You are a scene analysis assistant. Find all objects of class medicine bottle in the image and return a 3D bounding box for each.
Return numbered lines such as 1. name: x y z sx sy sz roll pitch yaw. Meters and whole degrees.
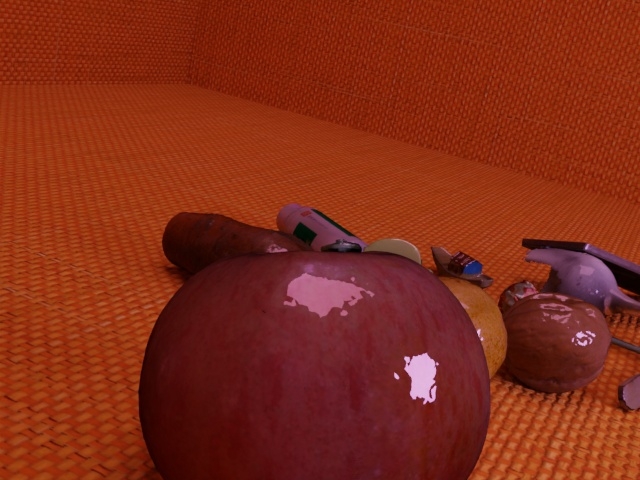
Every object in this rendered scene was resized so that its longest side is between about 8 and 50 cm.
1. medicine bottle: 0.000 0.000 1.518 0.095 0.095 0.260 3 20 -29

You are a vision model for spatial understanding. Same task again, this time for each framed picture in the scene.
1. framed picture: 0.594 0.063 1.618 0.324 0.020 0.240 22 -3 -13

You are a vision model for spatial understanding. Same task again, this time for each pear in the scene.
1. pear: 0.159 0.135 1.091 0.178 0.178 0.178 11 16 -3

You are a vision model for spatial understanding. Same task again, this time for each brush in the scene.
1. brush: 0.557 0.208 1.265 0.337 0.085 0.020 -7 -7 -40

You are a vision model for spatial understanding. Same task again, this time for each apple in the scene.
1. apple: -0.001 0.128 0.776 0.345 0.269 0.345 10 16 -3

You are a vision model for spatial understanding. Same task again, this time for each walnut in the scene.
1. walnut: 0.340 0.149 1.184 0.167 0.149 0.166 1 -16 0

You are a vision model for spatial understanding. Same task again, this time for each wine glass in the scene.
1. wine glass: 0.508 0.103 1.436 0.143 0.143 0.321 -4 15 -42

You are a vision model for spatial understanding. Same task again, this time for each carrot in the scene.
1. carrot: -0.127 0.034 1.267 0.302 0.138 0.139 16 15 37

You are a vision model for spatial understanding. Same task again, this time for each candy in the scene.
1. candy: 0.424 0.140 1.342 0.084 0.078 0.288 -36 38 -31

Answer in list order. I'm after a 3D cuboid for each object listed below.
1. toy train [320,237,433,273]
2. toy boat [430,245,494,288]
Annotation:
1. toy train: 0.090 0.061 1.205 0.157 0.105 0.253 -6 -17 8
2. toy boat: 0.273 0.054 1.579 0.065 0.066 0.172 -1 19 -28
